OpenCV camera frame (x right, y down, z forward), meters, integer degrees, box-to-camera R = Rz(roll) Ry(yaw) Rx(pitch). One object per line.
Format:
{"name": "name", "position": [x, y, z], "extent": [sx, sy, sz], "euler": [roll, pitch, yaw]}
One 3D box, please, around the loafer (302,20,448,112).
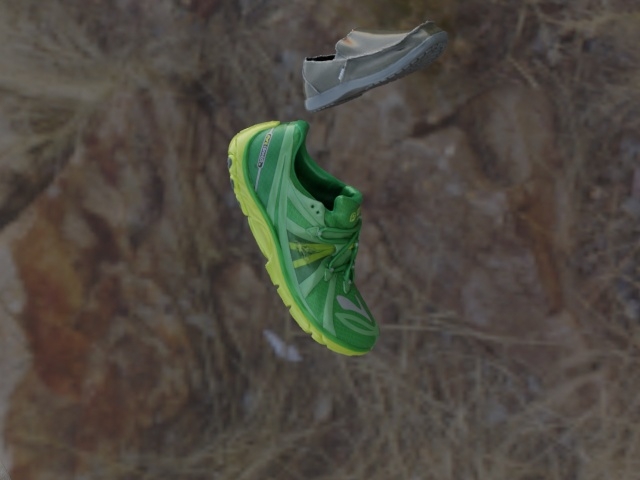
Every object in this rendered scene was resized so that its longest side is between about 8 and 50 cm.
{"name": "loafer", "position": [0.061, -0.249, 1.916], "extent": [0.251, 0.094, 0.087], "euler": [-20, 92, 39]}

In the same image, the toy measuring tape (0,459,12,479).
{"name": "toy measuring tape", "position": [-0.260, 0.120, 0.961], "extent": [0.330, 0.121, 0.121], "euler": [35, 115, 53]}

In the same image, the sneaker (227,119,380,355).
{"name": "sneaker", "position": [0.000, 0.000, 1.592], "extent": [0.123, 0.109, 0.296], "euler": [-22, 105, 17]}
